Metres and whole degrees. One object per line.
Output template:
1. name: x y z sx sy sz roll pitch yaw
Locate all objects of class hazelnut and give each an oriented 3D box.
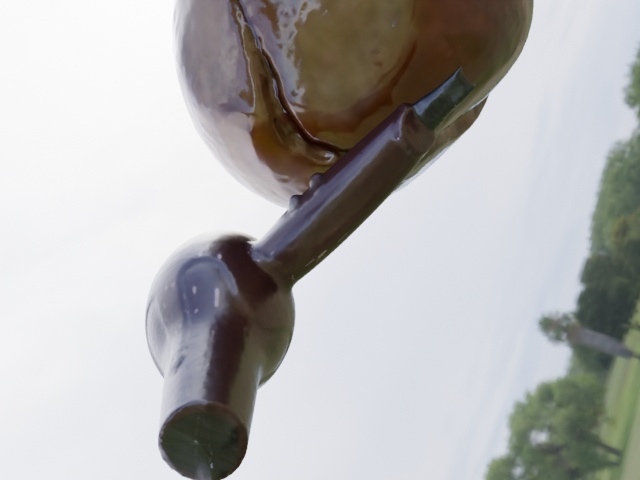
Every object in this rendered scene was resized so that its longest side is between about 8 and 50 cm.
1. hazelnut: 0.031 -0.199 0.990 0.372 0.315 0.372 -17 -35 -13

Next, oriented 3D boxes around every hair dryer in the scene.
1. hair dryer: 0.000 0.000 0.792 0.340 0.123 0.312 -44 15 8
